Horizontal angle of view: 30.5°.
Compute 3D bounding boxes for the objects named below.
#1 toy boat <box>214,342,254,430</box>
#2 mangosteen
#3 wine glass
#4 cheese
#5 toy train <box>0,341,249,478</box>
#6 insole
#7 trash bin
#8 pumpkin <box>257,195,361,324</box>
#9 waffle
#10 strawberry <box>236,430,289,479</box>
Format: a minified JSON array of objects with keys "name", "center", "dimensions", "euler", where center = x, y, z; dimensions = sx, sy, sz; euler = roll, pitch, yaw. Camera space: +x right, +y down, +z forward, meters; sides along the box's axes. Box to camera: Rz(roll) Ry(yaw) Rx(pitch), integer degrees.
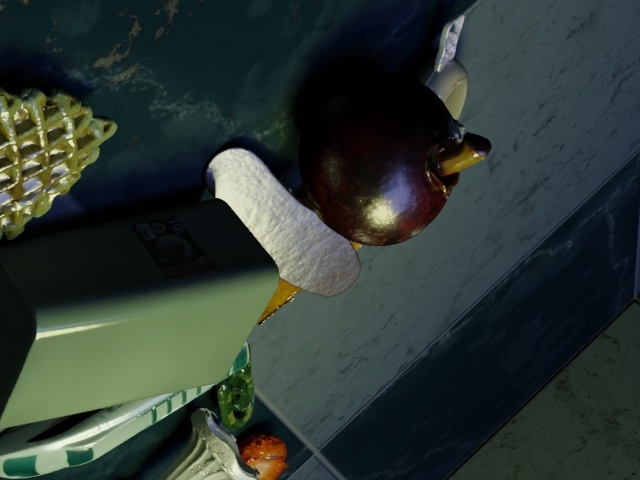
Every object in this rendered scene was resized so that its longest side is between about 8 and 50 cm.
[{"name":"toy boat","center":[-0.139,0.245,1.928],"dimensions":[0.210,0.052,0.104],"euler":[89,21,-56]},{"name":"mangosteen","center":[0.107,-0.107,1.537],"dimensions":[0.235,0.261,0.236],"euler":[-8,100,-52]},{"name":"wine glass","center":[-0.219,0.390,1.927],"dimensions":[0.196,0.165,0.165],"euler":[-36,154,-6]},{"name":"cheese","center":[0.167,-0.226,1.673],"dimensions":[0.137,0.064,0.227],"euler":[-44,156,-41]},{"name":"toy train","center":[-0.286,0.239,1.673],"dimensions":[0.407,0.088,0.086],"euler":[-30,151,-28]},{"name":"insole","center":[-0.049,-0.017,1.587],"dimensions":[0.111,0.007,0.328],"euler":[-41,131,4]},{"name":"trash bin","center":[-0.246,0.091,1.415],"dimensions":[0.343,0.158,0.223],"euler":[-12,143,-46]},{"name":"pumpkin","center":[-0.005,-0.001,1.748],"dimensions":[0.278,0.111,0.163],"euler":[-41,171,4]},{"name":"waffle","center":[-0.324,-0.073,1.189],"dimensions":[0.214,0.054,0.208],"euler":[-46,159,16]},{"name":"strawberry","center":[-0.135,0.420,2.197],"dimensions":[0.121,0.082,0.188],"euler":[-3,145,-28]}]
